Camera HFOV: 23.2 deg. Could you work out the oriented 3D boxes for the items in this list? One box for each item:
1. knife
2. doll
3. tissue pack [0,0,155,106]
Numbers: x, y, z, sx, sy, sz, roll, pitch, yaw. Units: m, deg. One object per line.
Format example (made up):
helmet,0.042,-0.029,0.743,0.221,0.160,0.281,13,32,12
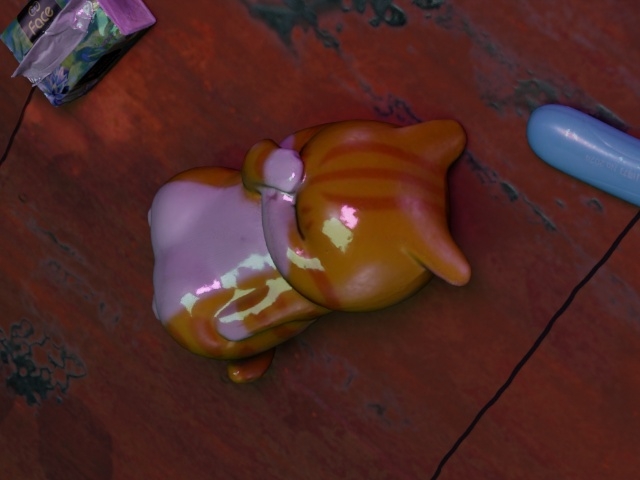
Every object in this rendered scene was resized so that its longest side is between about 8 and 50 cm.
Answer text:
knife,0.249,-0.049,1.122,0.222,0.031,0.064,23,124,26
doll,-0.019,0.000,1.229,0.270,0.162,0.166,-24,65,41
tissue pack,-0.212,-0.177,1.320,0.111,0.079,0.085,-39,88,36
